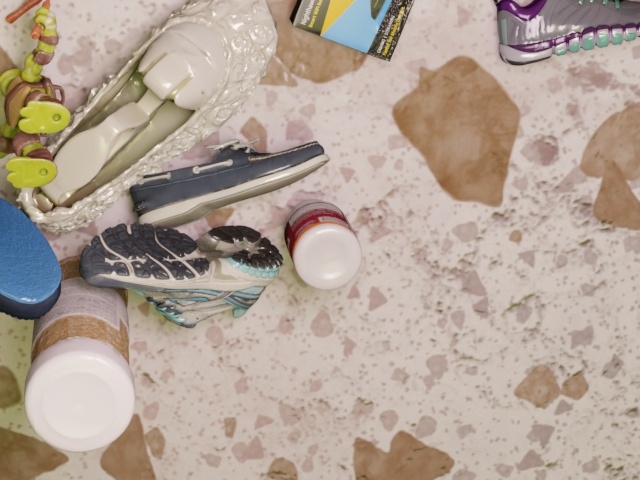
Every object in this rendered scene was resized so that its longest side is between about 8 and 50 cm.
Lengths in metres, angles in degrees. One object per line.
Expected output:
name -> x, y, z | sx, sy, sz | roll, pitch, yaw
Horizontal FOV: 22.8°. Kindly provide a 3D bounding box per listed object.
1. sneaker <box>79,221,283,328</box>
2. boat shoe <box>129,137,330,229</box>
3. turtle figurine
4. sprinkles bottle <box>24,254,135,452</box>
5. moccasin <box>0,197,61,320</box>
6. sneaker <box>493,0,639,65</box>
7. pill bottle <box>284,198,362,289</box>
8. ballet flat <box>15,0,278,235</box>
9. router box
sneaker -> -0.177, 0.057, 1.965 | 0.283, 0.110, 0.122 | 3, 125, -39
boat shoe -> -0.116, -0.083, 1.981 | 0.255, 0.095, 0.079 | -19, 80, 12
turtle figurine -> -0.353, -0.145, 1.887 | 0.087, 0.217, 0.269 | 22, 110, -30
sprinkles bottle -> -0.284, 0.125, 1.884 | 0.121, 0.355, 0.121 | -2, 108, -7
moccasin -> -0.443, -0.004, 1.907 | 0.342, 0.138, 0.116 | 36, 134, 22
sneaker -> 0.327, -0.288, 1.986 | 0.224, 0.083, 0.098 | -14, 104, -3
pill bottle -> 0.000, 0.000, 1.991 | 0.086, 0.152, 0.086 | -2, 108, -7
ballet flat -> -0.210, -0.152, 1.914 | 0.409, 0.147, 0.147 | -44, 107, 7
router box -> 0.056, -0.326, 1.954 | 0.133, 0.046, 0.178 | 19, 104, -12
